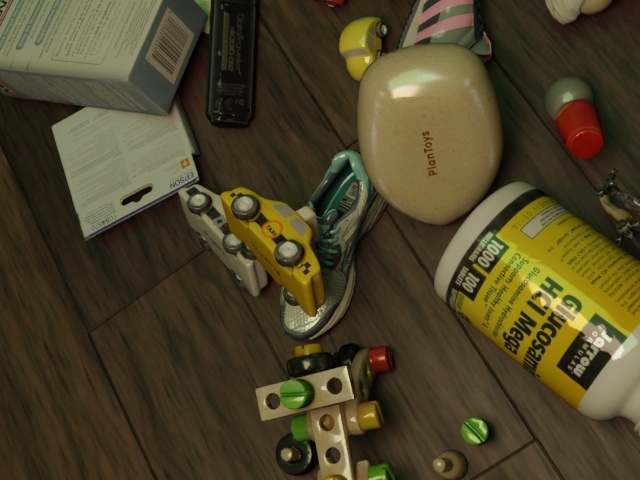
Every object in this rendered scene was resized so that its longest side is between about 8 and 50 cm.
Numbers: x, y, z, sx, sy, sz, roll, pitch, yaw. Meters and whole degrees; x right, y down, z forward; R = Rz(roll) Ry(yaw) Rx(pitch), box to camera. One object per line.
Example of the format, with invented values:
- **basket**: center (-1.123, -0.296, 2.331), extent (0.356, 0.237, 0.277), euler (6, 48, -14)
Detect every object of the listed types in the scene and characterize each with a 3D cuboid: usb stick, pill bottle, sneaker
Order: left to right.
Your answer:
- **usb stick**: center (-0.139, -0.312, 1.460), extent (0.077, 0.045, 0.278), euler (4, 75, -10)
- **sneaker**: center (0.000, 0.000, 1.288), extent (0.110, 0.122, 0.283), euler (18, 83, 24)
- **sneaker**: center (0.193, -0.316, 1.324), extent (0.131, 0.112, 0.319), euler (20, 82, 1)
- **pill bottle**: center (0.316, 0.092, 1.108), extent (0.334, 0.188, 0.188), euler (40, 92, 25)

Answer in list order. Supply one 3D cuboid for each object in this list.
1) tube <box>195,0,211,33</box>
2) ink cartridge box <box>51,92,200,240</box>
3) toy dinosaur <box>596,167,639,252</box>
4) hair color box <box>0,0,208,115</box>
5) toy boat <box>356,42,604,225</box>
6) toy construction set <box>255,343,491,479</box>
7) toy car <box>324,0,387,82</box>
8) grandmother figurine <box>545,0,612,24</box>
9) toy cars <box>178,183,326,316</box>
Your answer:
- **tube**: center (-0.270, -0.412, 1.537), extent (0.240, 0.062, 0.070), euler (19, 122, 16)
- **ink cartridge box**: center (-0.307, -0.136, 1.482), extent (0.223, 0.045, 0.224), euler (-26, 68, 13)
- **toy dinosaur**: center (0.379, -0.019, 1.094), extent (0.064, 0.118, 0.268), euler (-49, 37, 15)
- **hair color box**: center (-0.384, -0.323, 1.490), extent (0.375, 0.113, 0.185), euler (11, 73, 30)
- **toy boat**: center (0.208, -0.150, 1.221), extent (0.318, 0.267, 0.148), euler (-5, 37, 5)
- **toy construction set**: center (0.056, 0.250, 1.138), extent (0.309, 0.237, 0.257), euler (11, 81, 23)
- **toy car**: center (0.071, -0.382, 1.358), extent (0.225, 0.053, 0.239), euler (-42, 64, 31)
- **grandmother figurine**: center (0.450, -0.366, 1.188), extent (0.342, 0.208, 0.104), euler (-15, 87, 35)
- **toy cars**: center (-0.082, -0.007, 1.261), extent (0.087, 0.394, 0.176), euler (-33, 106, -18)
